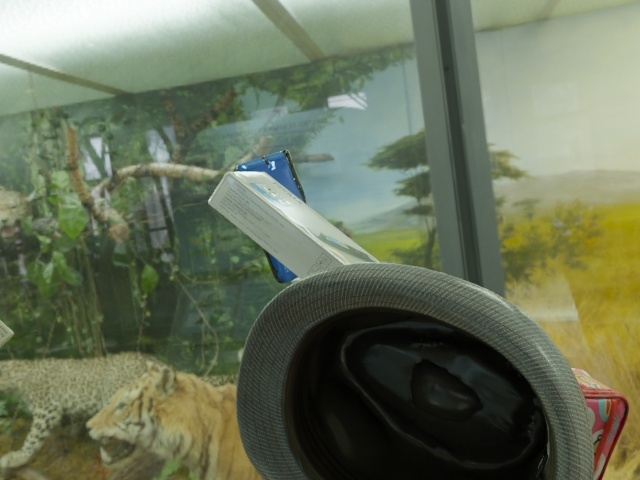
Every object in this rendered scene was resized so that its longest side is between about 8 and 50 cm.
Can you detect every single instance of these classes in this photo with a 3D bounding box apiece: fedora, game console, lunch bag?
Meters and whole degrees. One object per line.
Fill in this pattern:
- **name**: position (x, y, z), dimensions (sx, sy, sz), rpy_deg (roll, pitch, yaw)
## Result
- **fedora**: position (0.079, 0.134, 0.467), dimensions (0.276, 0.243, 0.124), rpy_deg (9, 9, 22)
- **game console**: position (-0.111, -0.057, 1.366), dimensions (0.173, 0.293, 0.250), rpy_deg (-16, 8, 46)
- **lunch bag**: position (0.362, 0.348, 0.886), dimensions (0.258, 0.293, 0.120), rpy_deg (8, 13, -25)

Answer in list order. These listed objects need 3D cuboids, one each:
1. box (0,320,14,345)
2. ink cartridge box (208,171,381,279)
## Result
- **box**: position (-0.706, 0.233, 0.984), dimensions (0.094, 0.113, 0.275), rpy_deg (-23, 23, 51)
- **ink cartridge box**: position (0.000, 0.000, 0.885), dimensions (0.296, 0.066, 0.261), rpy_deg (39, 15, 10)
